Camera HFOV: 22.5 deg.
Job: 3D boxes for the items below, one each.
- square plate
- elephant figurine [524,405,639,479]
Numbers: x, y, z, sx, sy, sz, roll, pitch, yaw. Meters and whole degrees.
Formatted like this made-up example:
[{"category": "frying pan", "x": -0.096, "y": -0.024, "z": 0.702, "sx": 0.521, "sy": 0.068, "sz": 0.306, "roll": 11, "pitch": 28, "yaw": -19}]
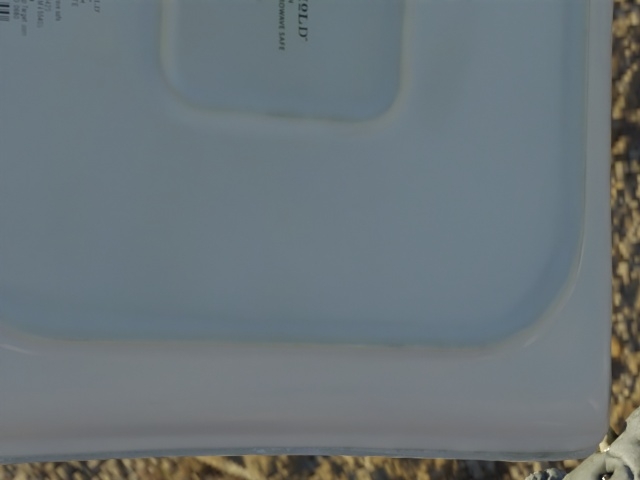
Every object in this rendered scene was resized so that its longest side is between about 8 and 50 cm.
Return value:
[{"category": "square plate", "x": -0.022, "y": -0.088, "z": 0.599, "sx": 0.344, "sy": 0.049, "sz": 0.347, "roll": 3, "pitch": 87, "yaw": -26}, {"category": "elephant figurine", "x": 0.175, "y": 0.192, "z": 0.983, "sx": 0.169, "sy": 0.239, "sz": 0.186, "roll": -23, "pitch": 76, "yaw": -14}]
